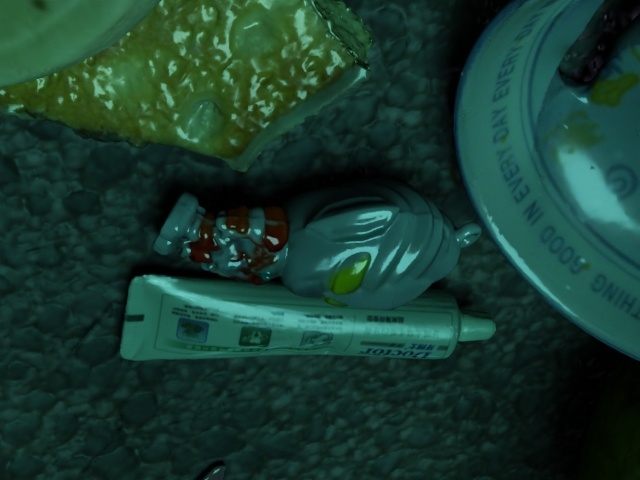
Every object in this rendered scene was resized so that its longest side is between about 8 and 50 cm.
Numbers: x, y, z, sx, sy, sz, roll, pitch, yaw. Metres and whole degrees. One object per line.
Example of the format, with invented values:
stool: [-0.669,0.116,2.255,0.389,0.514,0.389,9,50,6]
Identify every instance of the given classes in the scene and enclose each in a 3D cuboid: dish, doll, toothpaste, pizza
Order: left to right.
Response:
pizza: [-0.091,-0.112,0.732,0.204,0.080,0.188,-36,105,21]
toothpaste: [-0.004,0.046,0.891,0.218,0.041,0.064,2,130,-15]
doll: [0.000,0.000,0.841,0.180,0.079,0.094,2,154,-12]
dish: [0.217,-0.063,0.810,0.273,0.134,0.273,20,139,18]

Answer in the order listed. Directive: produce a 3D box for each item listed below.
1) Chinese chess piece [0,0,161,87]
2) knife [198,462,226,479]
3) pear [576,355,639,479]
Chinese chess piece: [-0.154,-0.178,0.597,0.249,0.103,0.250,6,126,8]
knife: [-0.114,0.236,1.004,0.035,0.018,0.247,14,116,-22]
pear: [0.327,0.221,0.906,0.352,0.413,0.352,-17,143,-13]
